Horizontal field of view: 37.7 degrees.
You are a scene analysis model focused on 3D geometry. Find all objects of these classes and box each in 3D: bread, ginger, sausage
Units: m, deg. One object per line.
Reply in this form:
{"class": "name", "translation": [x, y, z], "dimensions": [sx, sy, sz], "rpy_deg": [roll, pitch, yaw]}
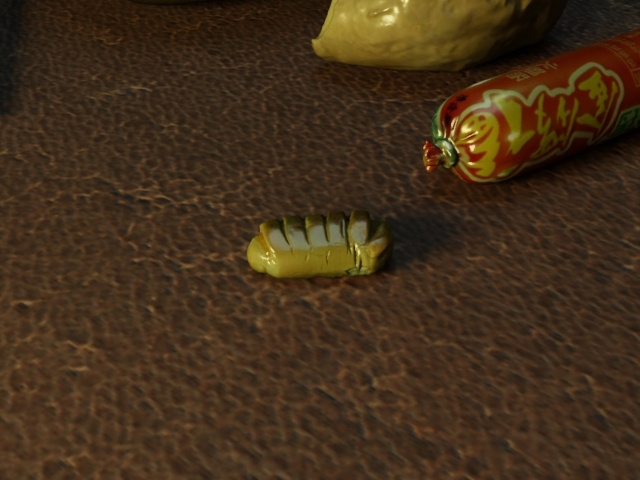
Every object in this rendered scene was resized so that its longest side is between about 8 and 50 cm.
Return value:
{"class": "bread", "translation": [0.000, 0.000, 0.554], "dimensions": [0.087, 0.034, 0.049], "rpy_deg": [-2, 29, -3]}
{"class": "ginger", "translation": [0.116, -0.215, 0.781], "dimensions": [0.267, 0.138, 0.152], "rpy_deg": [-15, 32, -14]}
{"class": "sausage", "translation": [0.176, -0.095, 0.663], "dimensions": [0.263, 0.083, 0.083], "rpy_deg": [-22, 40, -26]}

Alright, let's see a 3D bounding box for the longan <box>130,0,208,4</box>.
{"class": "longan", "translation": [-0.117, -0.386, 0.876], "dimensions": [0.360, 0.361, 0.361], "rpy_deg": [0, 35, 0]}
